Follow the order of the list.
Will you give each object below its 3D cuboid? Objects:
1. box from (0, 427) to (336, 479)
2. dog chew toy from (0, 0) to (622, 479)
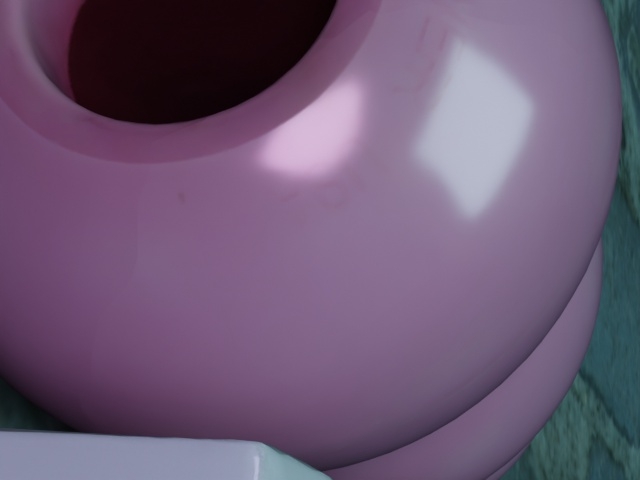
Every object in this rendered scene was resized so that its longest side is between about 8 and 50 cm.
[{"bbox_3d":[-0.081,0.138,0.423,0.119,0.182,0.181,39,54,-62],"label":"box"},{"bbox_3d":[0.000,0.000,0.622,0.332,0.207,0.206,63,34,-62],"label":"dog chew toy"}]
